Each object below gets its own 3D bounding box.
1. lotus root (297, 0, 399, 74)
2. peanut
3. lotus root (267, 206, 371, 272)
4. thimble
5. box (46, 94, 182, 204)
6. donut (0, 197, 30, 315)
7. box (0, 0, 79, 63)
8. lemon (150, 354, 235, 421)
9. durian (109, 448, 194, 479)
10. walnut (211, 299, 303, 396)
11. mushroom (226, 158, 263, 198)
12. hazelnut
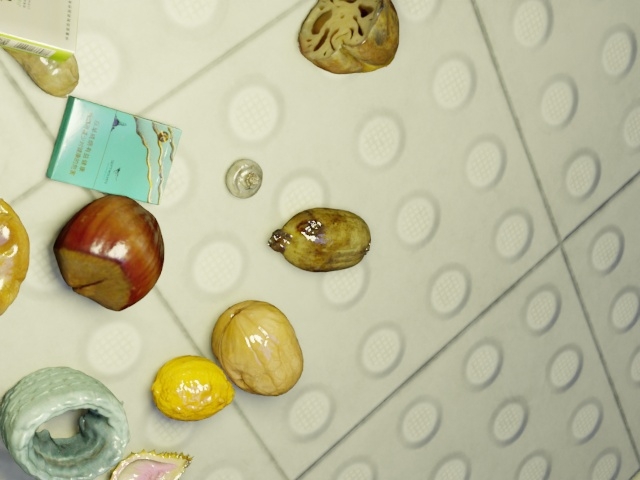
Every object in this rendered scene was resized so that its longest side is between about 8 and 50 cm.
[{"bbox_3d":[0.078,-0.418,1.923,0.199,0.188,0.180,-57,140,-7],"label":"lotus root"},{"bbox_3d":[-0.506,-0.344,1.621,0.099,0.099,0.214,-47,119,-11],"label":"peanut"},{"bbox_3d":[0.000,0.000,2.036,0.260,0.128,0.145,1,115,-32],"label":"lotus root"},{"bbox_3d":[-0.498,0.366,1.804,0.250,0.172,0.204,12,97,-34],"label":"thimble"},{"bbox_3d":[-0.396,-0.170,1.773,0.229,0.041,0.162,13,98,-35],"label":"box"},{"bbox_3d":[-0.669,0.024,1.560,0.317,0.150,0.299,36,80,-22],"label":"donut"},{"bbox_3d":[-0.497,-0.447,1.542,0.175,0.062,0.260,10,74,-35],"label":"box"},{"bbox_3d":[-0.271,0.316,1.952,0.187,0.142,0.142,8,101,-23],"label":"lemon"},{"bbox_3d":[-0.370,0.535,1.970,0.165,0.132,0.182,23,81,-47],"label":"durian"},{"bbox_3d":[-0.133,0.235,1.986,0.193,0.193,0.225,-39,115,-16],"label":"walnut"},{"bbox_3d":[-0.153,-0.127,1.922,0.085,0.079,0.085,-13,113,-33],"label":"mushroom"},{"bbox_3d":[-0.400,0.020,1.767,0.181,0.181,0.212,-24,122,10],"label":"hazelnut"}]
